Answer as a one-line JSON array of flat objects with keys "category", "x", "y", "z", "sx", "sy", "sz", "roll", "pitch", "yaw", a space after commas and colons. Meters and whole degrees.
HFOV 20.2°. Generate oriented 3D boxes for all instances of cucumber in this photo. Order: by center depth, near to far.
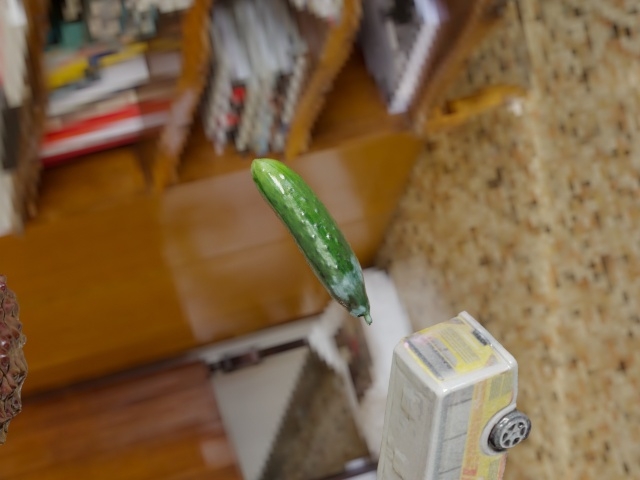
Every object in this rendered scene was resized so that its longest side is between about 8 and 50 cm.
[{"category": "cucumber", "x": 0.000, "y": 0.000, "z": 1.341, "sx": 0.155, "sy": 0.037, "sz": 0.037, "roll": 56, "pitch": 166, "yaw": -10}]

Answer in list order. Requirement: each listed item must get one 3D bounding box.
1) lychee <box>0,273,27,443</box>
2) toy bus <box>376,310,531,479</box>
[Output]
[{"category": "lychee", "x": -0.371, "y": 0.108, "z": 1.473, "sx": 0.271, "sy": 0.271, "sz": 0.271, "roll": 166, "pitch": 90, "yaw": -73}, {"category": "toy bus", "x": 0.103, "y": 0.191, "z": 1.517, "sx": 0.092, "sy": 0.106, "sz": 0.268, "roll": 46, "pitch": 142, "yaw": 41}]
